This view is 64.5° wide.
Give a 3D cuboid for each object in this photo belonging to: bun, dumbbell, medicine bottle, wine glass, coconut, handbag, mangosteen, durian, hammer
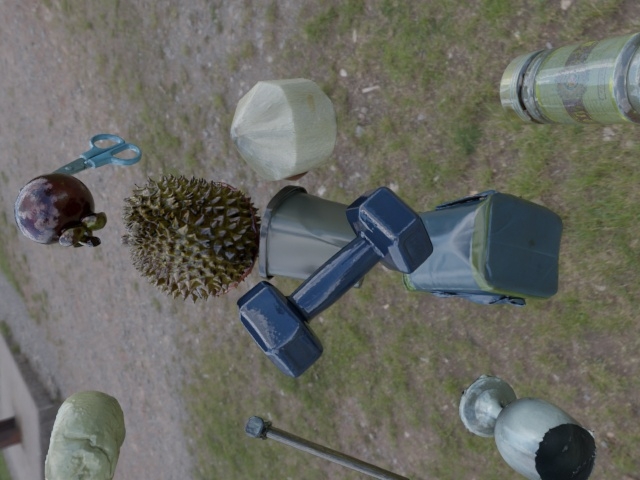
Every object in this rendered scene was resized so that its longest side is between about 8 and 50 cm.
[{"bbox_3d":[-0.389,0.353,0.862,0.164,0.110,0.188,124,150,-74],"label":"bun"},{"bbox_3d":[0.023,0.060,0.816,0.160,0.324,0.144,46,169,19],"label":"dumbbell"},{"bbox_3d":[0.504,-0.295,0.954,0.322,0.151,0.152,-150,57,-66],"label":"medicine bottle"},{"bbox_3d":[0.335,0.313,0.841,0.241,0.126,0.127,-174,74,-82],"label":"wine glass"},{"bbox_3d":[-0.097,-0.270,1.233,0.237,0.265,0.238,32,133,41],"label":"coconut"},{"bbox_3d":[0.334,0.022,1.059,0.241,0.262,0.223,-7,78,58],"label":"handbag"},{"bbox_3d":[-0.730,-0.071,1.451,0.257,0.215,0.215,34,130,0],"label":"mangosteen"},{"bbox_3d":[-0.326,-0.011,1.339,0.347,0.384,0.348,17,110,56],"label":"durian"},{"bbox_3d":[0.013,0.464,1.101,0.365,0.044,0.111,16,159,12],"label":"hammer"}]

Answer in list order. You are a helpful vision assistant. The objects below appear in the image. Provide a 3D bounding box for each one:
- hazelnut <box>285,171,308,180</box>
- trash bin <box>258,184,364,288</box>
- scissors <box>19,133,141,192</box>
[{"bbox_3d":[-0.106,-0.293,1.653,0.210,0.186,0.210,-9,67,22],"label":"hazelnut"},{"bbox_3d":[0.000,0.000,1.272,0.249,0.219,0.220,12,124,10],"label":"trash bin"},{"bbox_3d":[-0.799,-0.250,1.682,0.192,0.447,0.029,29,129,12],"label":"scissors"}]
